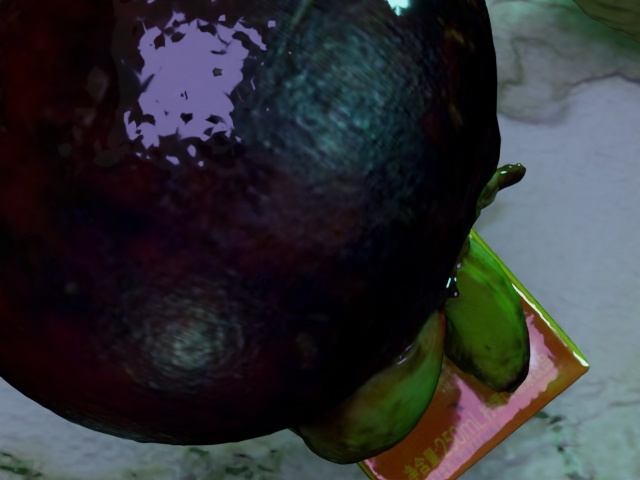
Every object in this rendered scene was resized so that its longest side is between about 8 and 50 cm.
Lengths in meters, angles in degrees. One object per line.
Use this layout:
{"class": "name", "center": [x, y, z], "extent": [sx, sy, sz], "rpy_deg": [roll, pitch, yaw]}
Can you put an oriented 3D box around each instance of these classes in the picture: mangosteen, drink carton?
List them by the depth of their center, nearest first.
{"class": "mangosteen", "center": [-0.025, -0.032, 0.553], "extent": [0.359, 0.306, 0.306], "rpy_deg": [31, 80, -2]}
{"class": "drink carton", "center": [0.000, 0.000, 0.747], "extent": [0.154, 0.111, 0.351], "rpy_deg": [-39, 79, -6]}

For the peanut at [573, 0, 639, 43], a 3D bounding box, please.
{"class": "peanut", "center": [0.305, -0.175, 0.757], "extent": [0.291, 0.143, 0.159], "rpy_deg": [33, 91, 6]}
